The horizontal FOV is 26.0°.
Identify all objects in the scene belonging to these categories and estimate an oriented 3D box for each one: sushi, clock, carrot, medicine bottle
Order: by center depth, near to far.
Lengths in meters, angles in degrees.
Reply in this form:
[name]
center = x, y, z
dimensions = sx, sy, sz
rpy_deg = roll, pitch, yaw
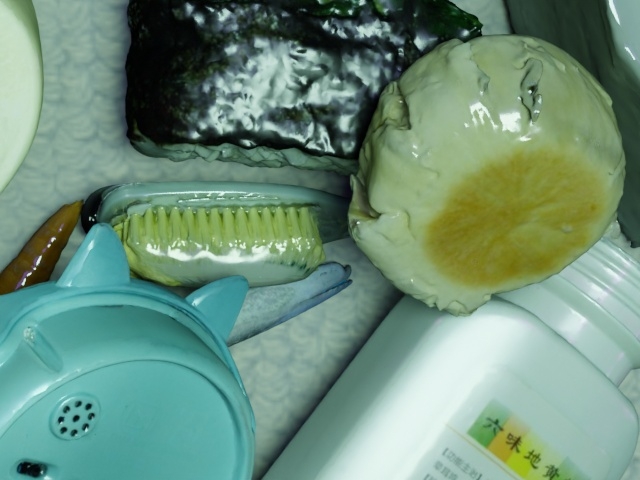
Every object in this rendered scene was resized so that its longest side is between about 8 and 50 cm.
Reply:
[clock]
center = -0.139, 0.129, 0.787
dimensions = 0.223, 0.094, 0.274
rpy_deg = 21, 100, -41
[sushi]
center = -0.008, -0.104, 0.853
dimensions = 0.225, 0.124, 0.127
rpy_deg = 6, 89, -10
[carrot]
center = -0.209, 0.063, 0.857
dimensions = 0.048, 0.048, 0.216
rpy_deg = 35, 82, -8
[medicine bottle]
center = 0.086, 0.139, 0.870
dimensions = 0.179, 0.124, 0.324
rpy_deg = 40, 85, -22

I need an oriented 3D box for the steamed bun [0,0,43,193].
[steamed bun]
center = -0.268, -0.073, 0.775
dimensions = 0.250, 0.200, 0.155
rpy_deg = -26, 118, -6

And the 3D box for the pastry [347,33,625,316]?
[pastry]
center = 0.095, -0.037, 0.775
dimensions = 0.166, 0.088, 0.166
rpy_deg = -6, 131, -7

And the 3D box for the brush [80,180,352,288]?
[brush]
center = 0.000, 0.000, 0.878
dimensions = 0.297, 0.068, 0.060
rpy_deg = -2, 52, -12

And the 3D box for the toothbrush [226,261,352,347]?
[toothbrush]
center = -0.157, 0.091, 0.840
dimensions = 0.413, 0.042, 0.035
rpy_deg = -22, 100, -23

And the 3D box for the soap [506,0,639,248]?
[soap]
center = 0.272, -0.222, 0.859
dimensions = 0.350, 0.213, 0.435
rpy_deg = -16, 92, -14
